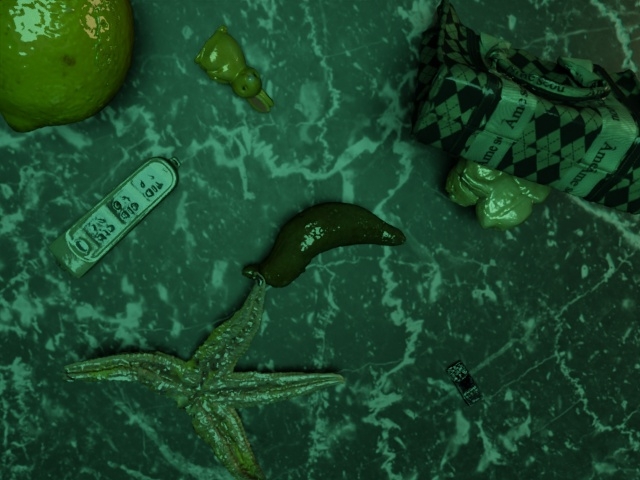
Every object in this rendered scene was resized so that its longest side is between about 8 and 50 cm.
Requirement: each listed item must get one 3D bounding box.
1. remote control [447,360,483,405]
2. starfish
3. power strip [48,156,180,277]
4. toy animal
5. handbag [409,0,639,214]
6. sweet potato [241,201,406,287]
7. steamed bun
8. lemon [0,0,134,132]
[{"bbox_3d":[0.293,0.290,1.255,0.039,0.014,0.096,-33,101,-1],"label":"remote control"},{"bbox_3d":[-0.188,0.271,1.133,0.383,0.132,0.398,-36,93,2],"label":"starfish"},{"bbox_3d":[-0.361,-0.047,1.103,0.286,0.048,0.080,-42,103,0],"label":"power strip"},{"bbox_3d":[-0.138,-0.291,1.080,0.159,0.070,0.083,42,91,-16],"label":"toy animal"},{"bbox_3d":[0.357,-0.244,1.035,0.415,0.317,0.180,16,135,-9],"label":"handbag"},{"bbox_3d":[-0.003,-0.002,1.129,0.309,0.098,0.124,-21,122,-5],"label":"sweet potato"},{"bbox_3d":[0.324,-0.112,1.148,0.177,0.106,0.192,25,87,-6],"label":"steamed bun"},{"bbox_3d":[-0.418,-0.315,0.944,0.257,0.258,0.310,12,95,-9],"label":"lemon"}]
